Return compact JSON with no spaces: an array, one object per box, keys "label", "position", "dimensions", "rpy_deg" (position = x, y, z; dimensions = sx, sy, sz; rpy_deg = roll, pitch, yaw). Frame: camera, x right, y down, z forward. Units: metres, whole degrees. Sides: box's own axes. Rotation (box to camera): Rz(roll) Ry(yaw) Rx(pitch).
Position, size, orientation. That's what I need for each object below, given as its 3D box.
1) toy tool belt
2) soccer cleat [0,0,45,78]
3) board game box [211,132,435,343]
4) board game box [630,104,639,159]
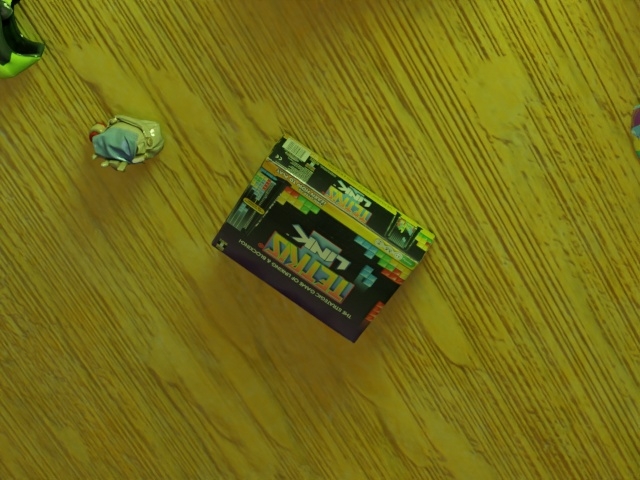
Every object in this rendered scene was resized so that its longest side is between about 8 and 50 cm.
[{"label":"toy tool belt","position":[-0.193,-0.091,1.659],"dimensions":[0.083,0.051,0.052],"rpy_deg":[5,128,27]},{"label":"soccer cleat","position":[-0.325,-0.229,1.619],"dimensions":[0.072,0.060,0.179],"rpy_deg":[-20,122,29]},{"label":"board game box","position":[0.000,0.000,1.630],"dimensions":[0.170,0.048,0.141],"rpy_deg":[34,134,0]},{"label":"board game box","position":[0.316,-0.059,1.386],"dimensions":[0.133,0.033,0.169],"rpy_deg":[50,146,-17]}]
